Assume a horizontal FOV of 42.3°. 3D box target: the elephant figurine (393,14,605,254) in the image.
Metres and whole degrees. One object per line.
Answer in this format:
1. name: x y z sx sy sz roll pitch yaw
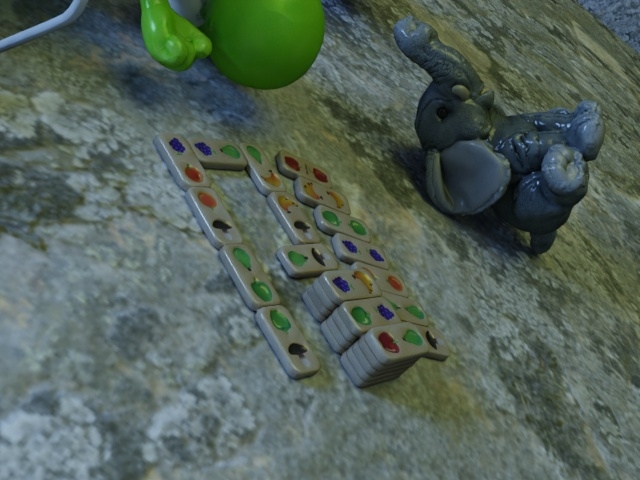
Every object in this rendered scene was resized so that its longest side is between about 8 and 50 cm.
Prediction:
1. elephant figurine: 0.174 -0.110 0.917 0.239 0.186 0.169 16 -5 5

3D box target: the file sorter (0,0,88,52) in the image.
1. file sorter: -0.275 -0.190 0.403 0.277 0.173 0.193 -12 95 -54

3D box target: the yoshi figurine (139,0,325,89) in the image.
1. yoshi figurine: -0.092 -0.245 0.667 0.362 0.203 0.203 47 36 -63

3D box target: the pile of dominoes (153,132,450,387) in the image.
1. pile of dominoes: 0.000 0.000 0.676 0.196 0.040 0.251 -2 52 -50
